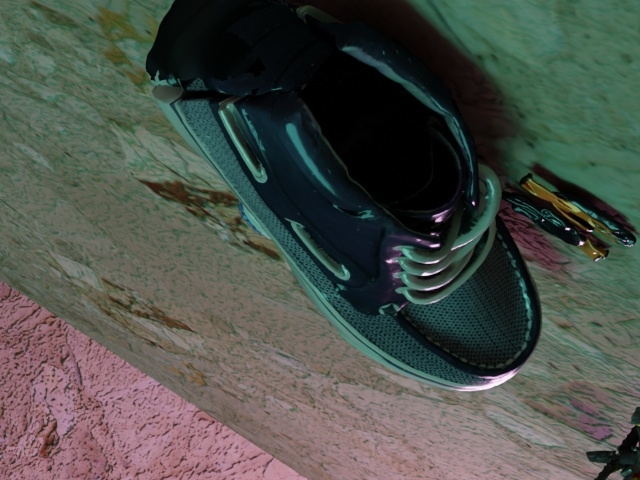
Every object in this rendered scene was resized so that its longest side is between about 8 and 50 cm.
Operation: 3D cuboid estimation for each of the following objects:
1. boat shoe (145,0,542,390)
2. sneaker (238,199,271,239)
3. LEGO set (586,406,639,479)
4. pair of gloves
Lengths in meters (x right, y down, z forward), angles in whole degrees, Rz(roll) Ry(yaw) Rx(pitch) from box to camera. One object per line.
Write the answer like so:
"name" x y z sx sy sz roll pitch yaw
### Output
"boat shoe" 0.050 -0.006 0.975 0.340 0.127 0.158 42 171 -33
"sneaker" 0.000 0.000 1.286 0.135 0.052 0.058 35 162 -12
"LEGO set" 0.237 0.212 1.099 0.192 0.255 0.331 35 163 -9
"pair of gloves" 0.144 -0.014 0.998 0.074 0.010 0.083 32 169 -3
